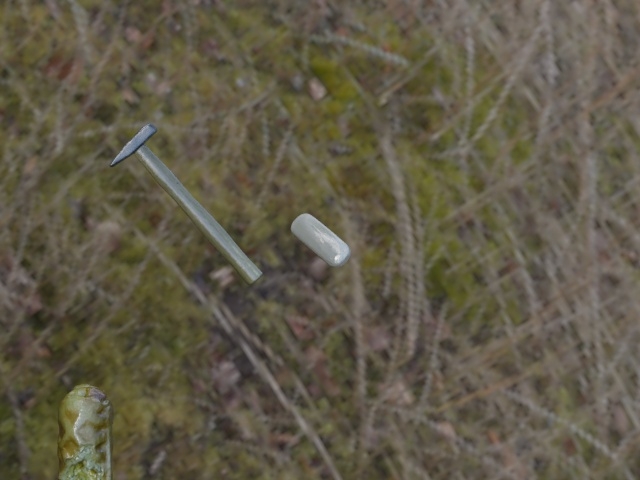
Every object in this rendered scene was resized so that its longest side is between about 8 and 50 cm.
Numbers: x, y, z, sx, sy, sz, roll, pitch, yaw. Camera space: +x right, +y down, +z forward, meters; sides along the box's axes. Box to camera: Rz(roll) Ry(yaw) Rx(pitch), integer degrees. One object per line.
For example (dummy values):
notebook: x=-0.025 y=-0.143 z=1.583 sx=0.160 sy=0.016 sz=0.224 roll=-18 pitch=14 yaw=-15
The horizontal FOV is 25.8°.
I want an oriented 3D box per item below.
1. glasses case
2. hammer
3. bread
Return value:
glasses case: x=0.000 y=0.000 z=1.617 sx=0.083 sy=0.032 sz=0.021 roll=39 pitch=-5 yaw=28
hammer: x=-0.135 y=-0.029 z=1.457 sx=0.199 sy=0.062 sz=0.013 roll=49 pitch=-1 yaw=-1
bread: x=-0.236 y=0.200 z=1.406 sx=0.066 sy=0.060 sz=0.110 roll=4 pitch=87 yaw=-64
